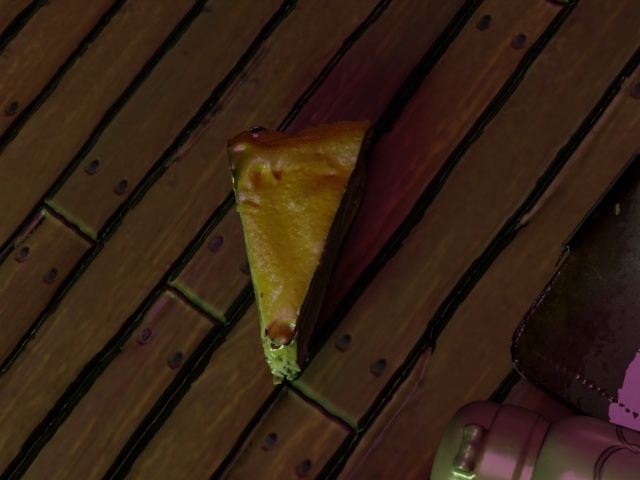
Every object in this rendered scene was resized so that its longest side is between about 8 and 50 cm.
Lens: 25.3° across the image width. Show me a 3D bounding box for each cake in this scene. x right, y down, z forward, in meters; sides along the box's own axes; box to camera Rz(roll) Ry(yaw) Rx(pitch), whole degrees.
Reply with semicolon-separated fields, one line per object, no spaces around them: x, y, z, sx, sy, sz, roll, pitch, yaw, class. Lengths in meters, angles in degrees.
0.000;0.003;0.971;0.116;0.080;0.185;-16;54;-4;cake

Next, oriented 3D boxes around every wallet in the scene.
0.234;0.006;0.910;0.137;0.031;0.255;35;81;26;wallet

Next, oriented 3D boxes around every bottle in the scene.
0.169;0.157;0.829;0.209;0.110;0.097;17;71;17;bottle
